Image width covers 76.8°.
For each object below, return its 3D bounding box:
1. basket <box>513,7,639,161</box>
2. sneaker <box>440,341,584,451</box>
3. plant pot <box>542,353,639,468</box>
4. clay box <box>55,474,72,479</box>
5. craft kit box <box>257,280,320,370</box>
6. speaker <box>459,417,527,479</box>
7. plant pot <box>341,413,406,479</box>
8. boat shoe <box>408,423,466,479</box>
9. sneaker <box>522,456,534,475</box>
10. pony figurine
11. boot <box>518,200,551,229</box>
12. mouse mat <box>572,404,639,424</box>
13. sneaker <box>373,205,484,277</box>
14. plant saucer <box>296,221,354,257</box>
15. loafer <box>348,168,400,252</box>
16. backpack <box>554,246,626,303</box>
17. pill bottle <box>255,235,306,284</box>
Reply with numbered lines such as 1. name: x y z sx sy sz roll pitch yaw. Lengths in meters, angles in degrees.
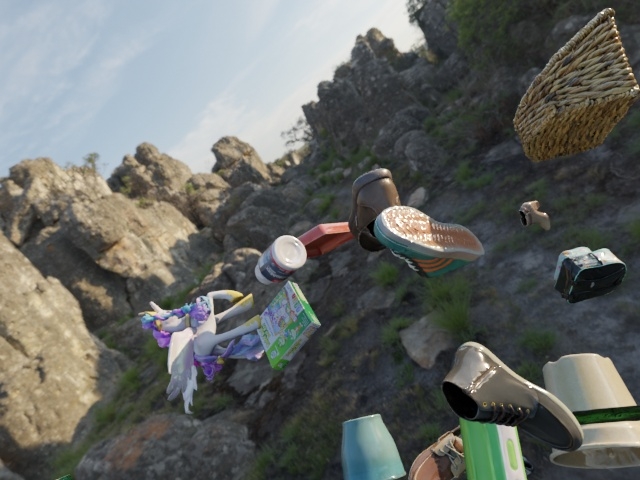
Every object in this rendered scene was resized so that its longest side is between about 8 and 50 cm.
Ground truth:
1. basket: 0.589 -0.355 0.999 0.213 0.223 0.299 -12 -14 16
2. sneaker: 0.294 0.273 0.638 0.118 0.222 0.083 -30 -31 -47
3. plant pot: 0.910 0.564 1.357 0.333 0.333 0.306 -30 41 35
4. clay box: -0.676 0.710 1.021 0.127 0.222 0.053 -15 30 -31
5. craft kit box: -0.137 0.328 1.582 0.247 0.061 0.250 -54 39 13
6. speaker: 0.375 0.483 0.873 0.131 0.131 0.297 -27 54 43
7. plant pot: 0.207 0.917 1.780 0.271 0.255 0.272 -11 -26 -6
8. boat shoe: 0.377 0.610 1.157 0.324 0.123 0.116 -22 -44 -35
9. sneaker: 0.675 0.806 1.345 0.132 0.229 0.086 -48 -12 31
10. pony figurine: -0.365 0.319 1.258 0.363 0.351 0.303 -8 -34 -17
11. boot: 0.673 -0.068 1.276 0.087 0.118 0.042 -30 1 -24
12. mouse mat: 0.780 0.468 1.080 0.189 0.153 0.007 -15 49 22
13. sneaker: 0.205 0.021 0.820 0.121 0.302 0.108 -47 46 34
14. plant saucer: 0.000 0.000 1.399 0.258 0.048 0.259 -29 -15 38
15. loafer: 0.149 -0.040 1.084 0.133 0.130 0.366 -21 -25 1
16. backpack: 0.885 0.108 1.333 0.188 0.166 0.144 -9 34 3
17. pill bottle: -0.128 0.068 1.221 0.108 0.108 0.180 -48 5 -38
